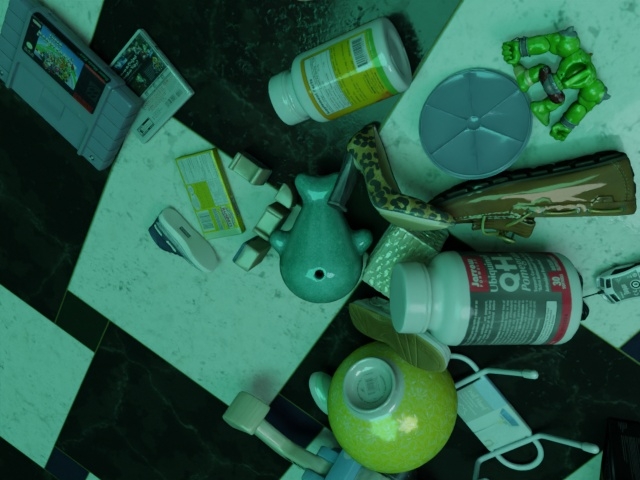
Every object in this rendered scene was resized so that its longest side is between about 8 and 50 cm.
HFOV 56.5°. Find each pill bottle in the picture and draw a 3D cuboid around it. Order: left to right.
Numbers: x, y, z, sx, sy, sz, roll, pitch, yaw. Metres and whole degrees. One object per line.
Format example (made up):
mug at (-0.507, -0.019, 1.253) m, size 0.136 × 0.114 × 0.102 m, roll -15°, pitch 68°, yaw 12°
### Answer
pill bottle at (0.032, -0.302, 1.105) m, size 0.245 × 0.136 × 0.136 m, roll -16°, pitch 107°, yaw 27°
pill bottle at (0.297, 0.107, 1.107) m, size 0.318 × 0.176 × 0.177 m, roll 1°, pitch 116°, yaw -7°

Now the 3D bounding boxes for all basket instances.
basket at (0.170, 0.030, 1.225) m, size 0.113 × 0.103 × 0.167 m, roll 33°, pitch 120°, yaw 3°

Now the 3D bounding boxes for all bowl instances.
bowl at (0.128, 0.325, 1.254) m, size 0.289 × 0.290 × 0.156 m, roll -8°, pitch 147°, yaw 24°

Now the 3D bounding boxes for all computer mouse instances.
computer mouse at (0.569, 0.086, 1.137) m, size 0.193 × 0.042 × 0.106 m, roll -20°, pitch 100°, yaw 33°

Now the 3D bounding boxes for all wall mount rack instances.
wall mount rack at (0.398, 0.389, 1.290) m, size 0.304 × 0.130 × 0.350 m, roll -37°, pitch 98°, yaw 30°

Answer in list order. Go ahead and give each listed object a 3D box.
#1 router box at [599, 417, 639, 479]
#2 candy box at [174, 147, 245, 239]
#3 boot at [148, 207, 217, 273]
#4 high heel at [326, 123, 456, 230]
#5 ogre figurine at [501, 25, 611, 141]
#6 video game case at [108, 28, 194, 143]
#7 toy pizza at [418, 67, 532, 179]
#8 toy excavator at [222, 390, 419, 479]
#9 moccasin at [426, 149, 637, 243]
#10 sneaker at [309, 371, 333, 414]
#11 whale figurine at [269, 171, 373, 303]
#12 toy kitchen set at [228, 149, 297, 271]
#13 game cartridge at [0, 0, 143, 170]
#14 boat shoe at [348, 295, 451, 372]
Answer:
router box at (0.607, 0.551, 1.180) m, size 0.080 × 0.309 × 0.243 m, roll 5°, pitch 116°, yaw 20°
candy box at (-0.253, -0.104, 1.369) m, size 0.105 × 0.027 × 0.206 m, roll -9°, pitch 110°, yaw 22°
boot at (-0.333, 0.015, 1.440) m, size 0.190 × 0.069 × 0.086 m, roll 51°, pitch 128°, yaw 2°
high heel at (0.151, -0.124, 1.116) m, size 0.261 × 0.093 × 0.186 m, roll 16°, pitch 79°, yaw 28°
ogre figurine at (0.403, -0.270, 1.004) m, size 0.118 × 0.096 × 0.197 m, roll -23°, pitch 93°, yaw 40°
video game case at (-0.393, -0.337, 1.319) m, size 0.190 × 0.022 × 0.173 m, roll -35°, pitch 98°, yaw 31°
toy pizza at (0.280, -0.211, 1.084) m, size 0.201 × 0.032 × 0.202 m, roll 0°, pitch 89°, yaw 18°
toy excavator at (0.003, 0.574, 1.469) m, size 0.445 × 0.222 × 0.433 m, roll 10°, pitch 145°, yaw 42°
moccasin at (0.371, -0.059, 1.099) m, size 0.379 × 0.139 × 0.147 m, roll -11°, pitch 101°, yaw 15°
sneaker at (0.100, 0.382, 1.420) m, size 0.256 × 0.094 × 0.151 m, roll 44°, pitch 127°, yaw -14°
whale figurine at (0.000, 0.000, 1.214) m, size 0.216 × 0.141 × 0.272 m, roll 1°, pitch 106°, yaw 3°
toy kitchen set at (-0.159, -0.069, 1.320) m, size 0.166 × 0.122 × 0.207 m, roll 35°, pitch 101°, yaw 3°
game cartridge at (-0.581, -0.355, 1.345) m, size 0.355 × 0.068 × 0.230 m, roll 43°, pitch 132°, yaw -1°
boat shoe at (0.176, 0.175, 1.233) m, size 0.277 × 0.096 × 0.098 m, roll 28°, pitch 136°, yaw 48°
